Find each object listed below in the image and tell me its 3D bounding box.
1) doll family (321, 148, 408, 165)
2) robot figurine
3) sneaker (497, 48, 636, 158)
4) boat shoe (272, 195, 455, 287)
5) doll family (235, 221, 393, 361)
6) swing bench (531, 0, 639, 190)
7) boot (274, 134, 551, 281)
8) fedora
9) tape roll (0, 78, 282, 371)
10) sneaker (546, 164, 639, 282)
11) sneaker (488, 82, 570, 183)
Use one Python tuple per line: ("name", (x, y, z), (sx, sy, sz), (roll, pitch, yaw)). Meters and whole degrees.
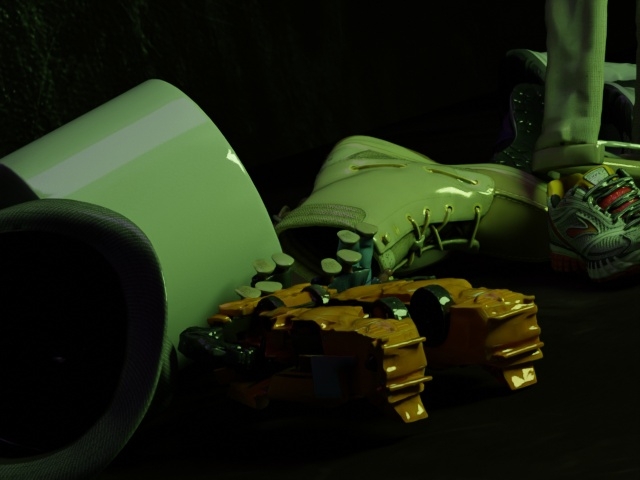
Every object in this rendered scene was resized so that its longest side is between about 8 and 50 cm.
("doll family", (0.000, 0.000, 2.140), (0.263, 0.118, 0.163), (-39, 24, -25))
("robot figurine", (0.021, 0.080, 1.478), (0.211, 0.085, 0.291), (-13, 6, -32))
("sneaker", (0.385, -0.143, 2.292), (0.257, 0.169, 0.447), (-8, 13, -15))
("boat shoe", (-0.012, 0.012, 1.971), (0.341, 0.110, 0.121), (-21, 10, -39))
("doll family", (-0.008, 0.061, 1.681), (0.193, 0.111, 0.076), (-17, 32, -24))
("swing bench", (0.312, -0.179, 1.912), (0.254, 0.253, 0.165), (8, -6, -31))
("boot", (0.100, -0.006, 1.833), (0.262, 0.095, 0.203), (18, 30, 12))
("fedora", (-0.210, 0.097, 1.522), (0.275, 0.244, 0.124), (-8, -20, 24))
("tape roll", (-0.165, 0.001, 1.744), (0.169, 0.246, 0.246), (-31, 13, -21))
("sneaker", (0.254, -0.017, 1.726), (0.088, 0.093, 0.225), (-18, 9, -18))
("sneaker", (0.219, -0.047, 2.090), (0.107, 0.124, 0.283), (23, 34, 0))
